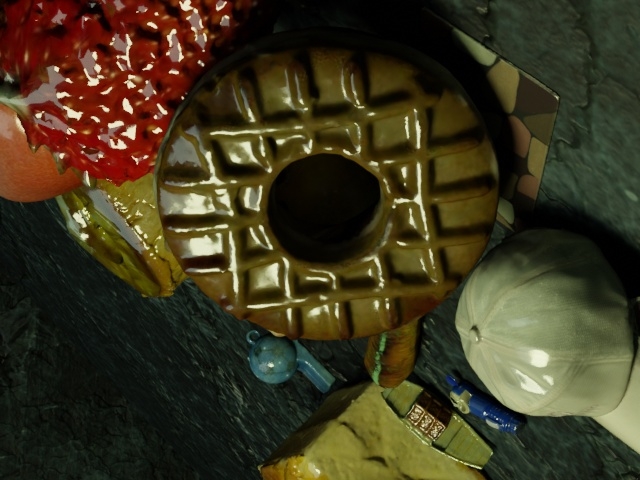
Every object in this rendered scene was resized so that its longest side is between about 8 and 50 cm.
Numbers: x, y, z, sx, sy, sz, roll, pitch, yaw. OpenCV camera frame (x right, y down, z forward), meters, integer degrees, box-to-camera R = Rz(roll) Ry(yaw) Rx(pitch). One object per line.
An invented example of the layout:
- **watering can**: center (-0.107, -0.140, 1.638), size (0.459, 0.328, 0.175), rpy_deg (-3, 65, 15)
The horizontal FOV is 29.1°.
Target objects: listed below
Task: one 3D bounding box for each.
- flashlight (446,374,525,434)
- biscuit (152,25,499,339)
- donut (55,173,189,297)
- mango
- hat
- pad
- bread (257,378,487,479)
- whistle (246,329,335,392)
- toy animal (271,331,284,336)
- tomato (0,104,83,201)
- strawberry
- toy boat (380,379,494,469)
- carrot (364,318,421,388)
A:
- **flashlight**: center (0.207, 0.216, 1.576), size (0.121, 0.035, 0.057), rpy_deg (28, 150, 40)
- **biscuit**: center (0.009, -0.048, 1.169), size (0.332, 0.332, 0.103), rpy_deg (58, -164, -25)
- **donut**: center (-0.307, -0.059, 1.892), size (0.330, 0.160, 0.330), rpy_deg (47, 164, 18)
- **mango**: center (-0.008, 0.000, 1.389), size (0.329, 0.176, 0.175), rpy_deg (100, 156, -52)
- **hat**: center (0.249, 0.119, 1.189), size (0.275, 0.161, 0.232), rpy_deg (46, 162, -5)
- **pad**: center (0.151, -0.106, 1.187), size (0.158, 0.003, 0.235), rpy_deg (38, 156, 22)
- **bread**: center (0.082, 0.369, 1.833), size (0.279, 0.207, 0.279), rpy_deg (49, 159, -3)
- **whistle**: center (-0.060, 0.201, 1.972), size (0.158, 0.090, 0.090), rpy_deg (45, 158, 7)
- **toy animal**: center (-0.070, 0.088, 1.789), size (0.185, 0.104, 0.184), rpy_deg (27, 149, 31)
- **tomato**: center (-0.374, -0.214, 1.602), size (0.341, 0.273, 0.341), rpy_deg (39, 157, 20)
- **strawberry**: center (-0.160, -0.216, 1.239), size (0.343, 0.292, 0.292), rpy_deg (-21, 117, 22)
- **toy boat**: center (0.157, 0.249, 1.682), size (0.172, 0.065, 0.066), rpy_deg (38, 167, 5)
- **carrot**: center (0.093, 0.111, 1.573), size (0.070, 0.070, 0.260), rpy_deg (38, 155, 22)
